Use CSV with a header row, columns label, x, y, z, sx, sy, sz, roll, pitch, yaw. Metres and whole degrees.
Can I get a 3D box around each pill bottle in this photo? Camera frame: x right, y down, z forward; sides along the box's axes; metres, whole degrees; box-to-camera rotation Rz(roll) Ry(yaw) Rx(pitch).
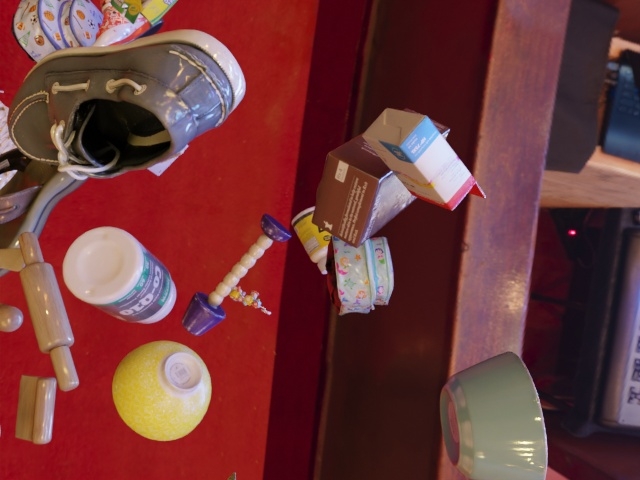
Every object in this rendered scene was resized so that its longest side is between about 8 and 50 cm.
label,x,y,z,sx,sy,sz,roll,pitch,yaw
pill bottle,0.000,0.000,1.955,0.119,0.119,0.208,-26,75,-12
pill bottle,-0.531,0.112,1.607,0.204,0.361,0.204,-1,72,3

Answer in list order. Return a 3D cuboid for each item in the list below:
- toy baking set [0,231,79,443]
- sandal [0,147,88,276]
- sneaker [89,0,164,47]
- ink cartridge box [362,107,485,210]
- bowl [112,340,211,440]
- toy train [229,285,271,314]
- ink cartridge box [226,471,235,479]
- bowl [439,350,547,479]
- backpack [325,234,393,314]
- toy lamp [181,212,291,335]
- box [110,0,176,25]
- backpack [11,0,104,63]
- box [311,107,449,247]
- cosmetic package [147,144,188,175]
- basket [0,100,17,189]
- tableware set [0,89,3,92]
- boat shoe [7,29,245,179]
label,x,y,z,sx,sy,sz,roll,pitch,yaw
toy baking set,-0.327,0.086,0.575,0.197,0.030,0.256,-28,71,20
sandal,-0.377,-0.068,0.718,0.303,0.120,0.086,-45,143,12
sneaker,-0.579,-0.594,1.615,0.145,0.090,0.270,48,59,-8
ink cartridge box,0.201,-0.141,1.118,0.078,0.134,0.231,-49,122,-5
bowl,-0.419,0.399,1.652,0.290,0.156,0.289,26,43,-27
toy train,-0.226,0.178,1.823,0.125,0.166,0.046,38,72,-48
ink cartridge box,-0.184,0.408,0.752,0.171,0.235,0.056,-43,106,2
bowl,0.369,0.413,1.317,0.163,0.311,0.311,-5,95,-2
backpack,0.099,0.080,1.584,0.191,0.253,0.225,-8,70,6
toy lamp,-0.171,0.073,1.148,0.080,0.080,0.274,38,97,-14
box,-0.291,-0.465,1.050,0.179,0.043,0.105,-45,60,-1
backpack,-0.734,-0.583,1.681,0.213,0.276,0.263,-24,145,19
box,0.150,-0.160,1.381,0.143,0.191,0.381,32,41,21
cosmetic package,-0.533,-0.332,1.671,0.138,0.224,0.224,-44,75,0
basket,-0.930,-0.175,1.499,0.266,0.331,0.328,43,40,-28
tableware set,-0.567,-0.260,0.884,0.104,0.154,0.024,24,102,8
boat shoe,-0.217,-0.114,0.554,0.116,0.320,0.099,58,44,-35
